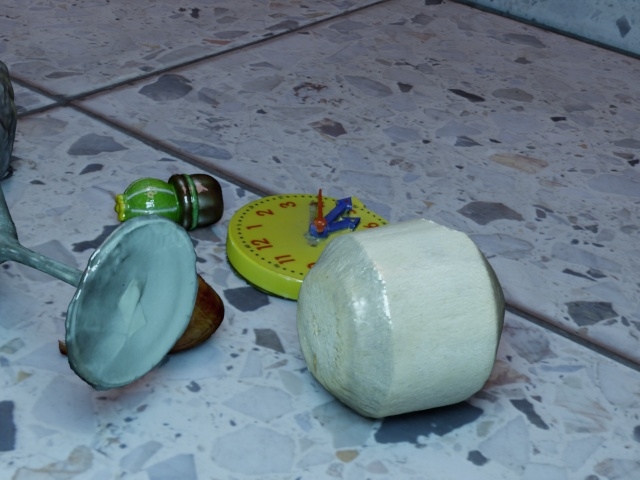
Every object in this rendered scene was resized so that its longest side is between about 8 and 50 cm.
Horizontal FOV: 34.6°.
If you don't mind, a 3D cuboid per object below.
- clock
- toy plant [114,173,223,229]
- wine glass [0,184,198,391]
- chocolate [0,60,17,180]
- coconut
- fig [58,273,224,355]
[{"bbox_3d":[-0.001,-0.003,1.581,0.293,0.071,0.277,-16,38,-35],"label":"clock"},{"bbox_3d":[-0.237,-0.058,1.597,0.162,0.093,0.093,-5,32,-23],"label":"toy plant"},{"bbox_3d":[-0.362,0.013,1.226,0.406,0.267,0.267,17,30,30],"label":"wine glass"},{"bbox_3d":[-0.609,-0.235,1.614,0.303,0.213,0.303,17,13,-4],"label":"chocolate"},{"bbox_3d":[0.113,0.093,1.288,0.266,0.237,0.237,-9,34,-20],"label":"coconut"},{"bbox_3d":[-0.227,0.108,1.322,0.201,0.134,0.146,-42,30,-17],"label":"fig"}]
